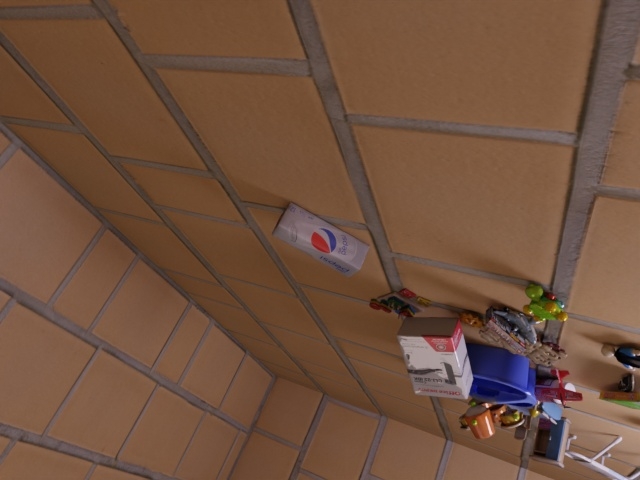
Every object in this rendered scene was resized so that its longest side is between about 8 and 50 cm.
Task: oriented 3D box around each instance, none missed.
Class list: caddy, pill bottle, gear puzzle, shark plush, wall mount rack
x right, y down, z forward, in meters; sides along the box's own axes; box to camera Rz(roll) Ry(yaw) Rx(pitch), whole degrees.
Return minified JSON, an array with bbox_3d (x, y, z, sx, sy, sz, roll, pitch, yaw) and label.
[{"bbox_3d":[0.635,0.521,1.852,0.341,0.179,0.241,2,145,41],"label":"caddy"},{"bbox_3d":[0.850,0.554,1.825,0.086,0.086,0.152,35,154,-19],"label":"pill bottle"},{"bbox_3d":[0.618,0.311,1.633,0.339,0.044,0.175,23,157,12],"label":"gear puzzle"},{"bbox_3d":[0.594,0.247,1.491,0.161,0.067,0.073,36,153,-21],"label":"shark plush"},{"bbox_3d":[1.271,0.956,2.180,0.350,0.130,0.304,28,158,-6],"label":"wall mount rack"}]

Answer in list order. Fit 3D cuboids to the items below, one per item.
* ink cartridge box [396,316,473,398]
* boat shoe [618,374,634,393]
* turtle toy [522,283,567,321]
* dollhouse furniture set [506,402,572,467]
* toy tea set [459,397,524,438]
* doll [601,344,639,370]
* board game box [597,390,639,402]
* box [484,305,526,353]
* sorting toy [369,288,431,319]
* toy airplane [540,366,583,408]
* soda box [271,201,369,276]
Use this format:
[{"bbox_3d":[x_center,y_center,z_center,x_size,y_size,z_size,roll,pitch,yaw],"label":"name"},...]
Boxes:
[{"bbox_3d":[0.404,0.410,1.732,0.197,0.114,0.273,-5,117,32],"label":"ink cartridge box"},{"bbox_3d":[0.970,0.453,1.571,0.038,0.046,0.125,5,157,28],"label":"boat shoe"},{"bbox_3d":[0.600,0.169,1.335,0.130,0.066,0.095,37,153,-21],"label":"turtle toy"},{"bbox_3d":[0.883,0.801,2.141,0.303,0.198,0.286,39,152,-25],"label":"dollhouse furniture set"},{"bbox_3d":[0.618,0.647,1.897,0.336,0.200,0.124,109,141,-79],"label":"toy tea set"},{"bbox_3d":[0.904,0.340,1.410,0.189,0.046,0.129,12,151,26],"label":"doll"},{"bbox_3d":[1.023,0.523,1.608,0.124,0.039,0.259,16,163,5],"label":"board game box"},{"bbox_3d":[0.561,0.270,1.505,0.137,0.094,0.027,40,118,1],"label":"box"},{"bbox_3d":[0.288,0.244,1.795,0.132,0.046,0.274,31,154,-13],"label":"sorting toy"},{"bbox_3d":[0.842,0.514,1.737,0.028,0.151,0.151,-10,179,-38],"label":"toy airplane"},{"bbox_3d":[0.000,0.000,1.534,0.286,0.091,0.098,29,154,-8],"label":"soda box"}]
